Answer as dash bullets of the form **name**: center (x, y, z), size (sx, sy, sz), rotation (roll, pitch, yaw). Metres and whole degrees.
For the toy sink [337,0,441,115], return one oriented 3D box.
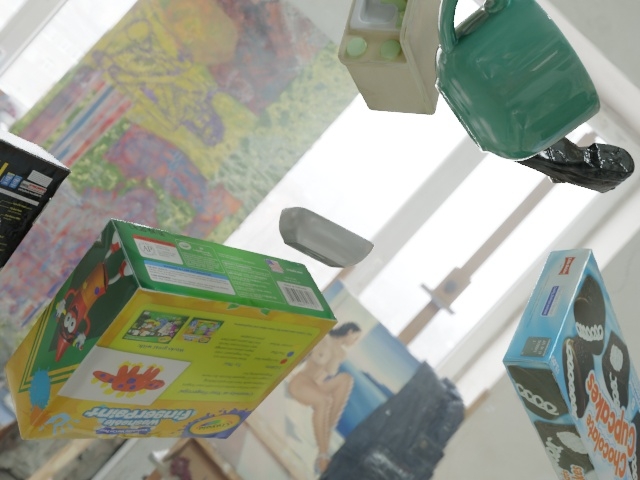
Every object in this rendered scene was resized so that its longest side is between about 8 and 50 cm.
- **toy sink**: center (0.117, -0.324, 1.231), size (0.131, 0.153, 0.234), rotation (8, -15, 21)

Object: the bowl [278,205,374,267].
- **bowl**: center (0.000, 0.000, 1.206), size (0.142, 0.053, 0.142), rotation (29, -9, -15)

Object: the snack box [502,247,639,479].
- **snack box**: center (0.328, 0.191, 0.944), size (0.060, 0.187, 0.322), rotation (-4, -52, 40)

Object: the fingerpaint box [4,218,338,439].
- **fingerpaint box**: center (-0.255, 0.179, 1.360), size (0.444, 0.371, 0.163), rotation (15, 34, -46)

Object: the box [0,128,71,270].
- **box**: center (-0.477, -0.036, 0.904), size (0.079, 0.257, 0.322), rotation (34, 1, 18)

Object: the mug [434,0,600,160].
- **mug**: center (0.149, -0.144, 0.653), size (0.158, 0.097, 0.129), rotation (55, 11, 2)

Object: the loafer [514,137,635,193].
- **loafer**: center (0.301, -0.093, 0.964), size (0.170, 0.062, 0.061), rotation (15, -38, -2)
